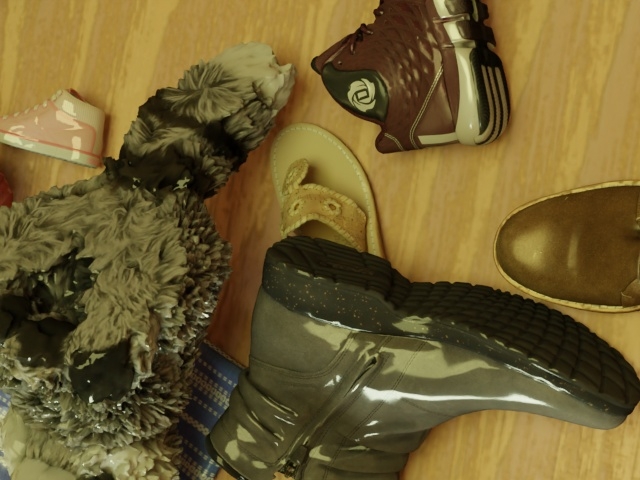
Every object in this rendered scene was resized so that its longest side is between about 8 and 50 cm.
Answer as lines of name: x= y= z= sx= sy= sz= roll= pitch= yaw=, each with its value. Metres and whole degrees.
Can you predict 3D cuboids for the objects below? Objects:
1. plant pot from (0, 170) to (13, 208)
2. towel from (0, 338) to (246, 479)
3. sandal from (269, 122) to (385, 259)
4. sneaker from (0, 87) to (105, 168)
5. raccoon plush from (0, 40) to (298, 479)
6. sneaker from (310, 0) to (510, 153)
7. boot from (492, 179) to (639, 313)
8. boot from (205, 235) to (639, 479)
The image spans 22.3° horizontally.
plant pot: x=-0.458 y=-0.052 z=1.553 sx=0.265 sy=0.272 sz=0.272 roll=34 pitch=100 yaw=15
towel: x=-0.227 y=0.212 z=1.536 sx=0.243 sy=0.040 sz=0.336 roll=33 pitch=99 yaw=22
sandal: x=0.006 y=-0.003 z=1.428 sx=0.088 sy=0.079 sz=0.240 roll=-26 pitch=76 yaw=20
sneaker: x=-0.266 y=-0.117 z=1.575 sx=0.134 sy=0.051 sz=0.070 roll=14 pitch=90 yaw=21
raccoon plush: x=-0.128 y=0.078 z=1.444 sx=0.446 sy=0.299 sz=0.216 roll=-40 pitch=53 yaw=-21
sneaker: x=0.058 y=-0.207 z=1.409 sx=0.163 sy=0.106 sz=0.281 roll=-13 pitch=81 yaw=26
boot: x=0.273 y=0.006 z=1.290 sx=0.305 sy=0.115 sz=0.112 roll=3 pitch=89 yaw=25
boot: x=0.084 y=0.146 z=1.375 sx=0.338 sy=0.118 sz=0.222 roll=20 pitch=111 yaw=13
